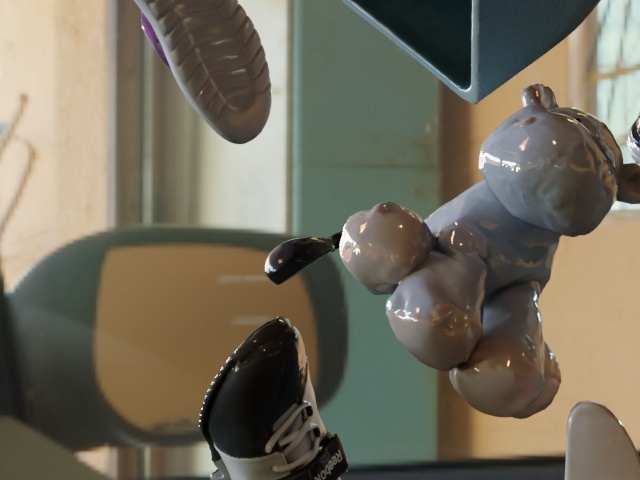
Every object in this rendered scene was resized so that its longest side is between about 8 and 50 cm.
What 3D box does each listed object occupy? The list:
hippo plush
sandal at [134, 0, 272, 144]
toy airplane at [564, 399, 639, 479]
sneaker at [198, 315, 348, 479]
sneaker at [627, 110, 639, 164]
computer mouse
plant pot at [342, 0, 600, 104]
[{"bbox_3d":[0.189,0.006,1.165,0.236,0.234,0.294,-42,-12,15],"label":"hippo plush"},{"bbox_3d":[-0.208,-0.331,1.945,0.169,0.416,0.102,-40,16,-35],"label":"sandal"},{"bbox_3d":[0.371,0.228,1.021,0.386,0.384,0.272,-48,-22,22],"label":"toy airplane"},{"bbox_3d":[-0.023,0.208,1.174,0.146,0.330,0.122,33,51,27],"label":"sneaker"},{"bbox_3d":[0.474,-0.149,1.419,0.269,0.101,0.153,-5,-39,2],"label":"sneaker"},{"bbox_3d":[0.000,0.000,1.639,0.071,0.041,0.242,-36,-3,30],"label":"computer mouse"},{"bbox_3d":[0.172,-0.331,1.265,0.252,0.247,0.248,-28,50,-20],"label":"plant pot"}]
